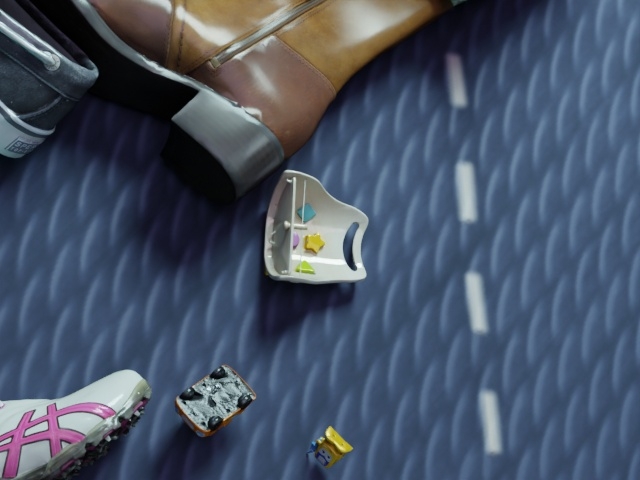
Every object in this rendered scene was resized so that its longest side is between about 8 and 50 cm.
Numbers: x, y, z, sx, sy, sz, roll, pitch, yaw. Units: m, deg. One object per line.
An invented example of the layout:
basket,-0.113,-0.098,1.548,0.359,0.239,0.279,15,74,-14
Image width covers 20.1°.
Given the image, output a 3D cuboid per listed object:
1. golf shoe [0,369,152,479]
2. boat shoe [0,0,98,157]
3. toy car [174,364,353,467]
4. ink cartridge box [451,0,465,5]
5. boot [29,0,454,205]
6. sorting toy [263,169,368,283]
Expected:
golf shoe,-0.199,0.130,1.198,0.186,0.067,0.086,-32,81,-22
boat shoe,-0.275,-0.198,1.248,0.102,0.108,0.301,-42,88,17
toy car,-0.045,0.137,1.251,0.122,0.040,0.060,33,45,0
ink cartridge box,0.107,-0.305,1.393,0.154,0.093,0.212,-28,78,-45
boot,-0.060,-0.202,1.338,0.264,0.096,0.280,41,63,7
sorting toy,0.000,0.000,1.313,0.075,0.045,0.083,10,69,-20
